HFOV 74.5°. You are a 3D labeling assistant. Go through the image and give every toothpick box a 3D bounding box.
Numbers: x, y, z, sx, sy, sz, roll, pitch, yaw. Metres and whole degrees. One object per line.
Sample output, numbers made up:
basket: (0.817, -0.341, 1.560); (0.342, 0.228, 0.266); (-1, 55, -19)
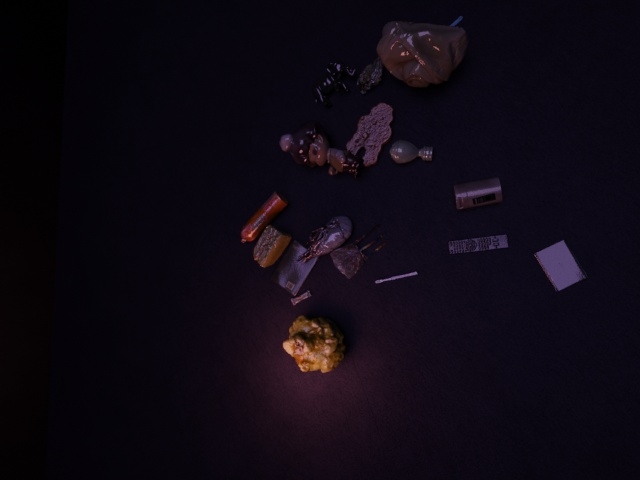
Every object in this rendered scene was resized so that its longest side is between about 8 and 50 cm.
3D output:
toothpick box: (0.659, -0.198, 1.770); (0.181, 0.111, 0.111); (-9, 84, 16)

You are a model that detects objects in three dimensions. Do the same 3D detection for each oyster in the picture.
oyster: (0.242, -0.777, 1.974); (0.177, 0.064, 0.125); (-42, 60, 23)

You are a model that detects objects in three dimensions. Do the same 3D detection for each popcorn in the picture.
popcorn: (-0.026, 0.472, 1.917); (0.286, 0.215, 0.252); (33, 59, 23)

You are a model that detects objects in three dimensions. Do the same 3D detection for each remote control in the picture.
remote control: (0.672, 0.017, 1.799); (0.245, 0.025, 0.063); (-7, 86, 18)

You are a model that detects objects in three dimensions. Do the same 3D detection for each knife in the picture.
knife: (0.598, -0.968, 1.886); (0.096, 0.010, 0.027); (-39, 75, 10)

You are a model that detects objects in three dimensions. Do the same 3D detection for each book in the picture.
book: (-0.125, 0.134, 2.064); (0.160, 0.024, 0.228); (34, 98, 16)

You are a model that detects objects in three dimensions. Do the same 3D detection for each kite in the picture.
kite: (0.188, 0.043, 1.951); (0.285, 0.015, 0.152); (-39, 93, 10)

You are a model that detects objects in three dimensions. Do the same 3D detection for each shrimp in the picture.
shrimp: (0.002, 0.003, 1.978); (0.343, 0.116, 0.145); (-37, 77, 4)

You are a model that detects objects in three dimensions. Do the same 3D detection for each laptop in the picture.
laptop: (0.969, 0.101, 1.698); (0.129, 0.016, 0.180); (-29, 79, 15)

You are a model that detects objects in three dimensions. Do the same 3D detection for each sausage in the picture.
sausage: (-0.295, -0.105, 2.099); (0.312, 0.093, 0.093); (-46, 75, 11)

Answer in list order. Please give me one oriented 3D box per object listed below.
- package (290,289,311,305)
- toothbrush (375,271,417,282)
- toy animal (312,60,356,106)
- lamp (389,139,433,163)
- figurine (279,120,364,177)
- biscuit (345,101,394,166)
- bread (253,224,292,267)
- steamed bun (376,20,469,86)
package: (-0.094, 0.279, 2.050); (0.110, 0.015, 0.037); (-29, 84, 17)
toothbrush: (0.342, 0.169, 1.907); (0.194, 0.017, 0.014); (-15, 81, 17)
toy animal: (0.058, -0.752, 2.002); (0.245, 0.114, 0.146); (-32, 78, 14)
lamp: (0.405, -0.395, 1.878); (0.193, 0.106, 0.106); (5, 89, 10)
figurine: (0.010, -0.391, 1.952); (0.365, 0.218, 0.206); (42, 91, 15)
biscuit: (0.244, -0.498, 1.964); (0.186, 0.044, 0.295); (34, 99, 14)
bread: (-0.243, 0.028, 2.053); (0.102, 0.138, 0.196); (34, 99, 21)
steamed bun: (0.426, -0.785, 1.789); (0.368, 0.342, 0.255); (11, 115, 13)
